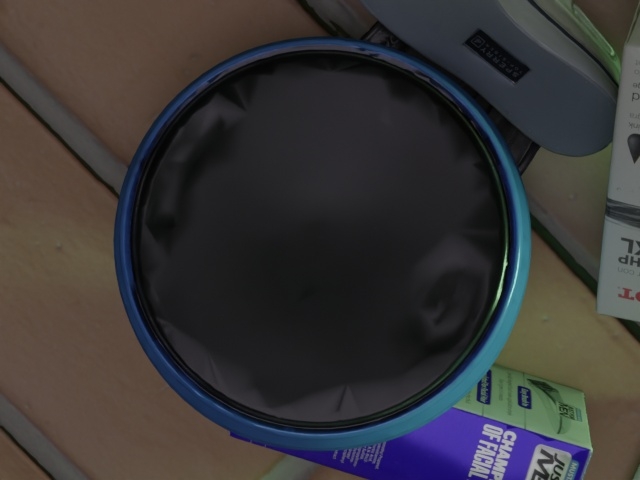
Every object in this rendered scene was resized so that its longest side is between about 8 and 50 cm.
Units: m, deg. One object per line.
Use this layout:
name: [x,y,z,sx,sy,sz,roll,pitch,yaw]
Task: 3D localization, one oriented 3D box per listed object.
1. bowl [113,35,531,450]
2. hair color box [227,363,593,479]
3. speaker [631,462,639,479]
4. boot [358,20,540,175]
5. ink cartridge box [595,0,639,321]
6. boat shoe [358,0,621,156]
bowl: [0.000,0.000,1.530,0.391,0.077,0.391,0,85,2]
hair color box: [0.092,0.172,1.655,0.339,0.185,0.110,16,103,3]
speaker: [0.357,0.233,1.705,0.055,0.055,0.136,22,104,1]
boot: [0.048,-0.050,1.643,0.223,0.118,0.338,44,102,-6]
ink cartridge box: [0.382,-0.062,1.521,0.223,0.129,0.307,11,130,16]
boat shoe: [0.158,-0.248,1.576,0.367,0.156,0.136,38,130,-15]
